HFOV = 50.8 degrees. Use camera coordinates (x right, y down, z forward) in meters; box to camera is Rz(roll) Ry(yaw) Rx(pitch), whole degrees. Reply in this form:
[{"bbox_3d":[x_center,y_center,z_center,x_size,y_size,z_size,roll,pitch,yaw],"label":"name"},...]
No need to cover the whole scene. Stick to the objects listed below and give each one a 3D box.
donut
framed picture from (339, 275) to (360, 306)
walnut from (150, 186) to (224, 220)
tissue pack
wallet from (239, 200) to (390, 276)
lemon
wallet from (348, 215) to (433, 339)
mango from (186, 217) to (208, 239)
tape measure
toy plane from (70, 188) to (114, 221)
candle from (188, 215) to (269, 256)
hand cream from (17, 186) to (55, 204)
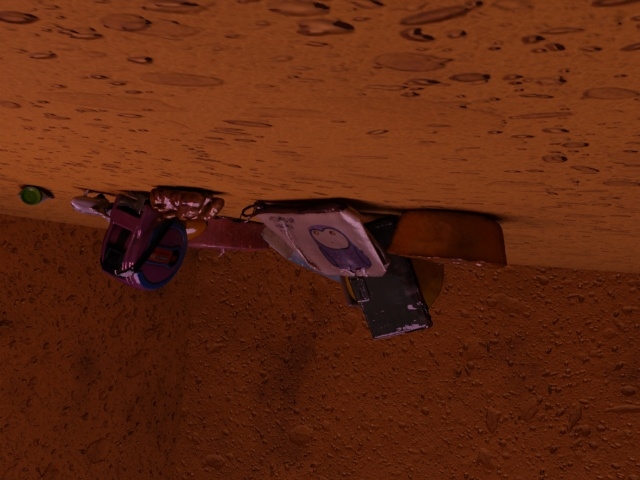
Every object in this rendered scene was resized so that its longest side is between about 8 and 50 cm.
[{"bbox_3d":[0.282,-0.002,1.496,0.278,0.108,0.277,6,177,0],"label":"donut"},{"bbox_3d":[0.121,0.076,1.997,0.192,0.265,0.018,8,147,-40],"label":"framed picture"},{"bbox_3d":[-0.302,-0.080,1.509,0.170,0.069,0.143,6,180,41],"label":"walnut"},{"bbox_3d":[-0.029,0.030,2.014,0.263,0.089,0.177,25,-170,-43],"label":"tissue pack"},{"bbox_3d":[0.000,-0.003,1.538,0.335,0.068,0.275,1,147,47],"label":"wallet"},{"bbox_3d":[0.196,0.082,1.848,0.322,0.268,0.268,30,162,-37],"label":"lemon"},{"bbox_3d":[0.157,0.098,1.683,0.169,0.317,0.044,-16,-157,16],"label":"wallet"},{"bbox_3d":[-0.415,-0.045,1.914,0.219,0.112,0.145,0,171,22],"label":"mango"},{"bbox_3d":[-0.450,0.000,1.730,0.149,0.245,0.231,21,180,20],"label":"tape measure"},{"bbox_3d":[-0.578,-0.088,1.745,0.162,0.065,0.171,33,178,26],"label":"toy plane"},{"bbox_3d":[-0.315,-0.007,2.292,0.287,0.131,0.317,3,178,-10],"label":"candle"},{"bbox_3d":[-0.789,-0.122,1.869,0.079,0.050,0.275,33,174,-17],"label":"hand cream"}]
